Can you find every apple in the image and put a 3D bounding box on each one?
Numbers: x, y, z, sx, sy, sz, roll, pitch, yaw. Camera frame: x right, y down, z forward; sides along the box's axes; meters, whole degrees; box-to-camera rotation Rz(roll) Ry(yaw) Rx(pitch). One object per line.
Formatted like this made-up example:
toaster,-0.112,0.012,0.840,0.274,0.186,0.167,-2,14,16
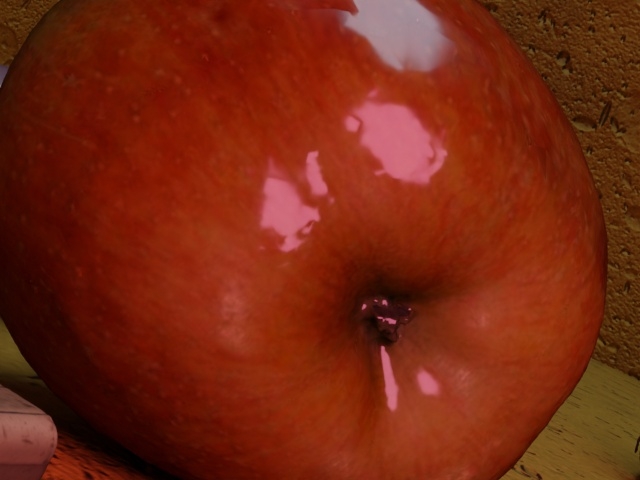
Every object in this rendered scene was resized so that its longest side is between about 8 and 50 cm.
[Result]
apple,0.000,0.000,0.780,0.309,0.277,0.250,0,38,-45

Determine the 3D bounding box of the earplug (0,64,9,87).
earplug,-0.178,-0.035,1.010,0.301,0.172,0.172,18,6,-22

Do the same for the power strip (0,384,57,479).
power strip,-0.178,0.056,0.576,0.092,0.034,0.268,27,4,25

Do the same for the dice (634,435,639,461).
dice,0.486,0.167,1.618,0.271,0.270,0.270,26,3,18
